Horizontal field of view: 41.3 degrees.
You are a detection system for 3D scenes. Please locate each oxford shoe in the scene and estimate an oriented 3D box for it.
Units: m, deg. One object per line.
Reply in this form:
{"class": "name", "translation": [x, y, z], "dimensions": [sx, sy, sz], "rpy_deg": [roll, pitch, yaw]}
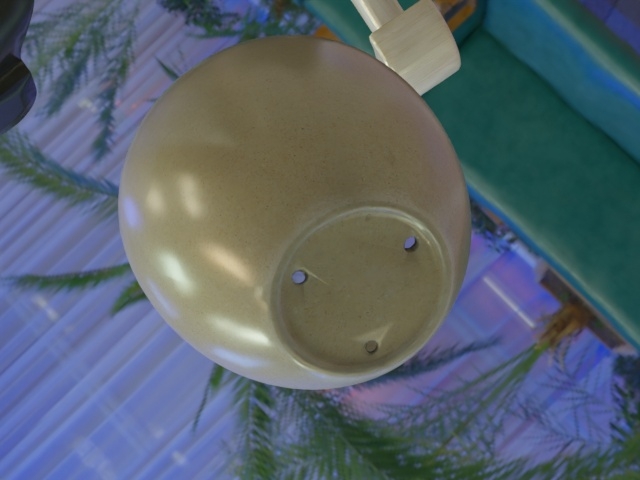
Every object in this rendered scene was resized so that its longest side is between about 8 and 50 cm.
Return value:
{"class": "oxford shoe", "translation": [-0.246, -0.148, 0.581], "dimensions": [0.076, 0.076, 0.212], "rpy_deg": [45, 151, 3]}

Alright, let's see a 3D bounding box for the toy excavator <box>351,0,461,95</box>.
{"class": "toy excavator", "translation": [-0.018, -0.414, 0.945], "dimensions": [0.432, 0.222, 0.445], "rpy_deg": [59, -176, 39]}

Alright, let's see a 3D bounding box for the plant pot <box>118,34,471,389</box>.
{"class": "plant pot", "translation": [0.000, 0.000, 0.640], "dimensions": [0.284, 0.284, 0.191], "rpy_deg": [47, -179, -27]}
